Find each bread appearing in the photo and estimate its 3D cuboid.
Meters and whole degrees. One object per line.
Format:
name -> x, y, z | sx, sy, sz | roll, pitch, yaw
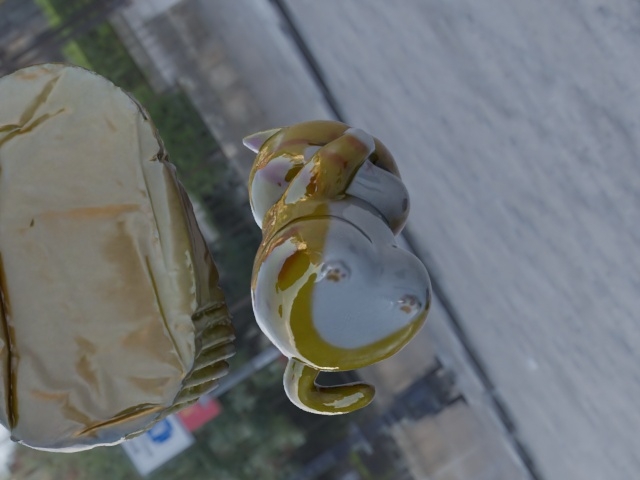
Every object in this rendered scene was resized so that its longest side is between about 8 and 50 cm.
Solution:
bread -> -0.178, 0.008, 1.250 | 0.156, 0.204, 0.288 | -28, -83, -81

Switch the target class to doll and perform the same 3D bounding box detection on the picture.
doll -> 0.011, -0.001, 1.508 | 0.167, 0.162, 0.269 | 32, -139, -29
